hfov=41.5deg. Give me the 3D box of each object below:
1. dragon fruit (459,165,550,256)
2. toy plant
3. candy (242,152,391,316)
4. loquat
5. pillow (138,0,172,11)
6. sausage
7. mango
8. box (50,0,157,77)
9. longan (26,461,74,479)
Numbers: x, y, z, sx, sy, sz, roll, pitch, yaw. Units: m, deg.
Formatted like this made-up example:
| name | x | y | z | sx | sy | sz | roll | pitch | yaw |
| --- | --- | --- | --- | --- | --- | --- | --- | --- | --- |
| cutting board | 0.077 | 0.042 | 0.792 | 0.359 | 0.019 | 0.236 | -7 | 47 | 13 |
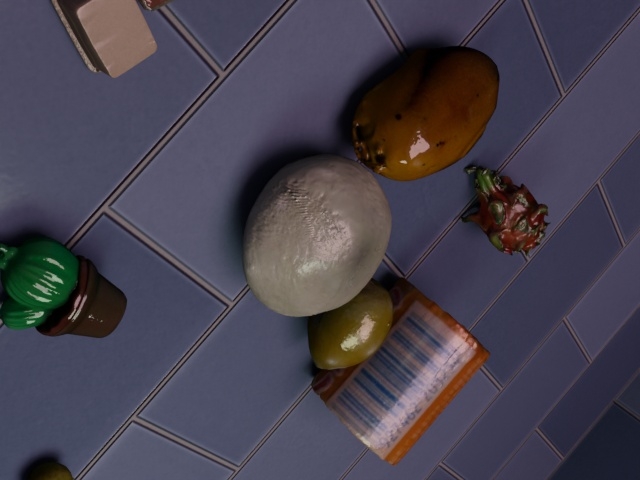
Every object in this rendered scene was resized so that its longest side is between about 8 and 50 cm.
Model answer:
| name | x | y | z | sx | sy | sz | roll | pitch | yaw |
| --- | --- | --- | --- | --- | --- | --- | --- | --- | --- |
| dragon fruit | 0.359 | -0.061 | 1.685 | 0.236 | 0.135 | 0.137 | 31 | 95 | -28 |
| toy plant | -0.365 | 0.068 | 1.134 | 0.200 | 0.105 | 0.143 | 31 | 111 | -32 |
| candy | 0.000 | 0.000 | 1.349 | 0.295 | 0.185 | 0.296 | -27 | 132 | -34 |
| loquat | 0.047 | 0.148 | 1.520 | 0.152 | 0.152 | 0.195 | 10 | 111 | -46 |
| pillow | -0.143 | -0.384 | 1.046 | 0.232 | 0.043 | 0.126 | -32 | 132 | -22 |
| sausage | 0.152 | 0.250 | 1.629 | 0.287 | 0.233 | 0.233 | -50 | 139 | -1 |
| mango | 0.176 | -0.206 | 1.384 | 0.287 | 0.152 | 0.201 | -40 | 110 | -26 |
| box | -0.255 | -0.262 | 1.016 | 0.089 | 0.062 | 0.122 | -38 | 137 | -16 |
| longan | -0.423 | 0.385 | 1.328 | 0.083 | 0.075 | 0.075 | 10 | 112 | -57 |
